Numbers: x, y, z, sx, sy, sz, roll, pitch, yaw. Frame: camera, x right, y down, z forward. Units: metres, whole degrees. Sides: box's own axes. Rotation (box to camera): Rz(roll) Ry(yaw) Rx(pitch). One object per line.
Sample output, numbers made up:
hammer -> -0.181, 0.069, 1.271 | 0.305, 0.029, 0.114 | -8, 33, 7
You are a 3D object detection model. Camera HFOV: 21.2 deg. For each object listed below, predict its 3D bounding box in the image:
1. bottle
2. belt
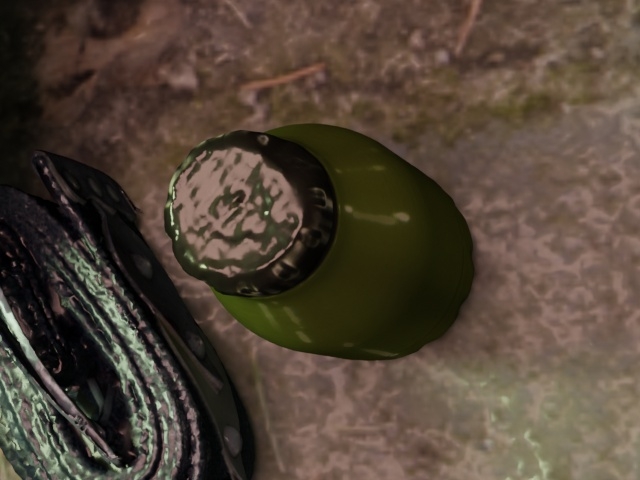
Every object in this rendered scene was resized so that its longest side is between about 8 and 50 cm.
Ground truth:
bottle -> 0.000, 0.000, 0.833 | 0.112, 0.260, 0.112 | -2, 84, 16
belt -> -0.131, 0.066, 0.933 | 0.122, 0.128, 0.218 | -37, 75, 10
